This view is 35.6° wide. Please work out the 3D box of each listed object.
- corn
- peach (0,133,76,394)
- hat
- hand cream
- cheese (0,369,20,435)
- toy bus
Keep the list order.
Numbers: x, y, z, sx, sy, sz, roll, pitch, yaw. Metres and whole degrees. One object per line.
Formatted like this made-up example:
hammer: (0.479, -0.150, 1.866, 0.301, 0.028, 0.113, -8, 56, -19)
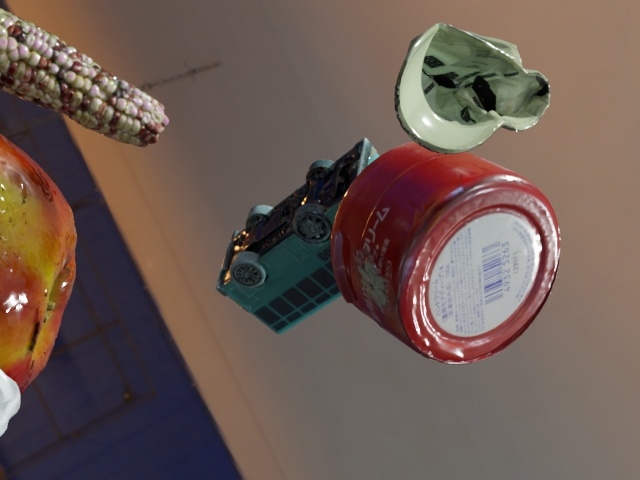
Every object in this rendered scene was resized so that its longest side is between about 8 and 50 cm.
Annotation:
corn: (-0.322, -0.198, 1.225, 0.280, 0.092, 0.092, 28, -25, -24)
peach: (-0.468, 0.011, 1.025, 0.416, 0.353, 0.339, 23, -66, -7)
hat: (0.112, -0.117, 0.820, 0.081, 0.166, 0.122, -29, -78, 41)
hand cream: (0.138, 0.012, 1.089, 0.149, 0.230, 0.230, 33, -43, 53)
cheese: (-0.232, -0.007, 0.416, 0.070, 0.163, 0.249, -38, -97, 11)
toy bus: (0.000, 0.000, 1.273, 0.256, 0.128, 0.147, -34, -63, 32)
